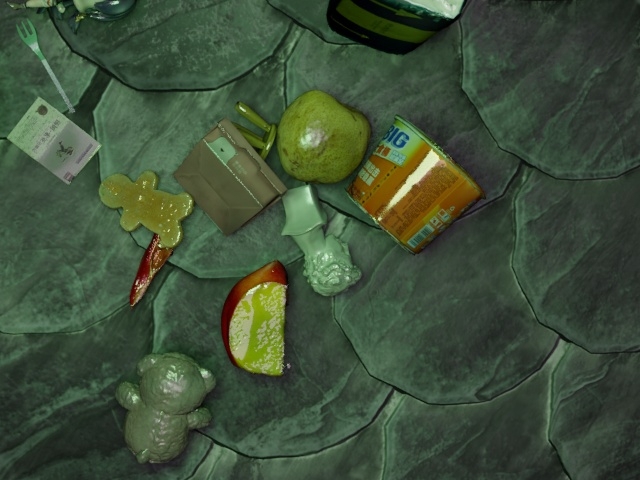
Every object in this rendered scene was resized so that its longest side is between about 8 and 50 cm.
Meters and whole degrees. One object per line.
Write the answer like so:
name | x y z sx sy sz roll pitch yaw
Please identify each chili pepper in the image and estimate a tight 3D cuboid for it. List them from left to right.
chili pepper | -0.396 0.041 1.630 0.059 0.050 0.268 25 94 -34

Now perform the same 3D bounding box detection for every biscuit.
biscuit | -0.412 -0.086 1.599 0.234 0.030 0.153 21 85 9

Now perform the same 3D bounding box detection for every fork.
fork | -0.633 -0.404 1.582 0.039 0.021 0.235 -29 97 0

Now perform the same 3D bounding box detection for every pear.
pear | 0.003 -0.227 1.578 0.228 0.188 0.211 19 102 -36

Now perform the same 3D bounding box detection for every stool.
stool | -0.171 -0.242 1.592 0.110 0.134 0.135 24 101 -14

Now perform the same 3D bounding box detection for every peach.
peach | -0.158 0.175 1.608 0.153 0.159 0.268 1 96 -17

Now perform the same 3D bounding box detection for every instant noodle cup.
instant noodle cup | 0.207 -0.118 1.576 0.296 0.296 0.214 42 97 -8

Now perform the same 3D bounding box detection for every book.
book | -0.624 -0.233 1.599 0.181 0.014 0.127 39 89 -7

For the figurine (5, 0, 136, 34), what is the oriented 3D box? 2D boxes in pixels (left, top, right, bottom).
figurine | -0.539 -0.576 1.508 0.264 0.175 0.197 12 88 -15

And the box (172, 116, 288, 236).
box | -0.212 -0.136 1.549 0.215 0.215 0.086 49 53 -7

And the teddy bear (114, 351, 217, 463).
teddy bear | -0.369 0.389 1.606 0.235 0.151 0.267 17 93 -9

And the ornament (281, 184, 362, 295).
ornament | -0.015 0.002 1.632 0.130 0.120 0.285 -29 96 16

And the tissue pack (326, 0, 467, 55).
tissue pack | 0.174 -0.580 1.456 0.253 0.416 0.264 17 92 -8
